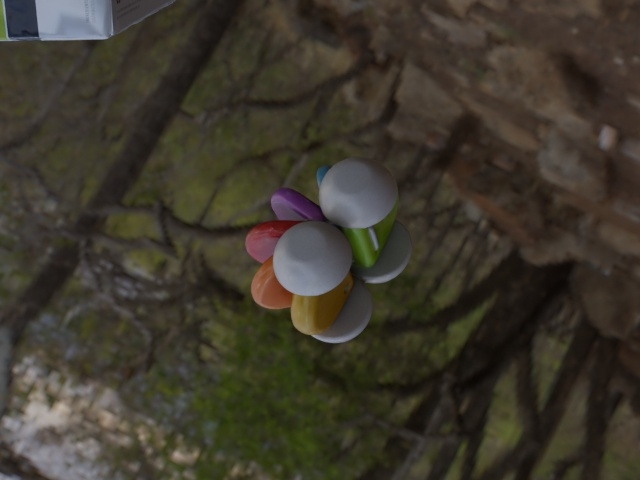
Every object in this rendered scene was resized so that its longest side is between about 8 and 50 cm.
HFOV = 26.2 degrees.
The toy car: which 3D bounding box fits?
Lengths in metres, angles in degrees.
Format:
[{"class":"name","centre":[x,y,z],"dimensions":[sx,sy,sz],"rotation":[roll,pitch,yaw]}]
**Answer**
[{"class":"toy car","centre":[0.000,0.000,1.351],"dimensions":[0.136,0.182,0.159],"rotation":[25,158,26]}]

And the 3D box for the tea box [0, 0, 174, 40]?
[{"class":"tea box","centre":[-0.356,-0.361,1.590],"dimensions":[0.324,0.220,0.329],"rotation":[1,-163,9]}]
